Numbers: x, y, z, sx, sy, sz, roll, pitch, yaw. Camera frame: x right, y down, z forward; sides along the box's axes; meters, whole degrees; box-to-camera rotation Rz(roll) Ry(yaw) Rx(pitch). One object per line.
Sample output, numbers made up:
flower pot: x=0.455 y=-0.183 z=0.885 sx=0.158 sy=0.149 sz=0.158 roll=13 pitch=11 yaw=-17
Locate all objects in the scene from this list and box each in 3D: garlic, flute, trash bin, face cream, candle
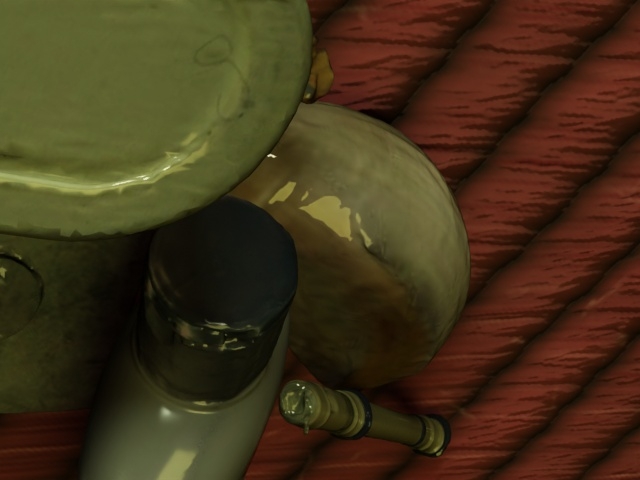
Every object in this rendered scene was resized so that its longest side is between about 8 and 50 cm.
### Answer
garlic: x=0.015 y=0.000 z=0.673 sx=0.101 sy=0.087 sz=0.195 roll=-18 pitch=139 yaw=12
flute: x=0.026 y=0.091 z=0.728 sx=0.027 sy=0.027 sz=0.233 roll=-34 pitch=160 yaw=10
trash bin: x=-0.139 y=-0.121 z=0.384 sx=0.243 sy=0.247 sz=0.121 roll=9 pitch=125 yaw=-27
face cream: x=-0.058 y=0.072 z=0.618 sx=0.071 sy=0.144 sz=0.291 roll=21 pitch=149 yaw=0
candle: x=-0.147 y=0.009 z=0.625 sx=0.192 sy=0.068 sz=0.168 roll=-28 pitch=136 yaw=9

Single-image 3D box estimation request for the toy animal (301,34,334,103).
toy animal: x=-0.130 y=-0.090 z=0.516 sx=0.275 sy=0.149 sz=0.054 roll=17 pitch=117 yaw=1
